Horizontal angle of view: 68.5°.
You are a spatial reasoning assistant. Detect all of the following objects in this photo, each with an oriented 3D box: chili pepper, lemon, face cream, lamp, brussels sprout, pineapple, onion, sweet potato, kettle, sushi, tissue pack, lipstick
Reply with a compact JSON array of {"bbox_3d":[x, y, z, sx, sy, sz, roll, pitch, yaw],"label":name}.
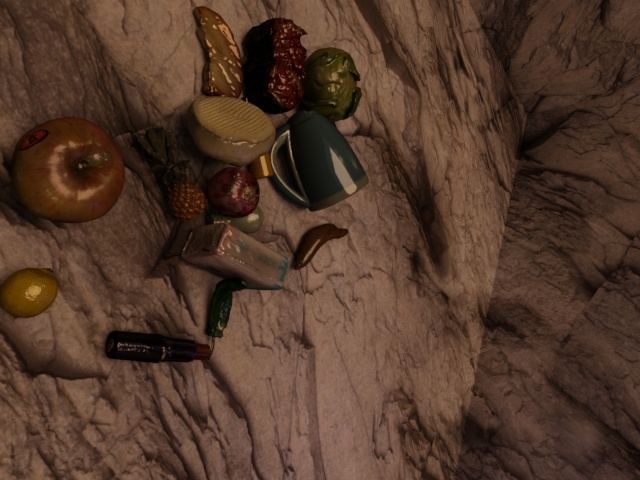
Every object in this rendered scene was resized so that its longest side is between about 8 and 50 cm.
[{"bbox_3d":[-0.297,0.217,1.436,0.065,0.122,0.279,11,110,-31],"label":"chili pepper"},{"bbox_3d":[-0.665,0.117,1.078,0.109,0.109,0.133,44,66,-35],"label":"lemon"},{"bbox_3d":[-0.225,-0.345,1.591,0.078,0.078,0.273,-21,101,-45],"label":"face cream"},{"bbox_3d":[-0.271,-0.069,1.515,0.193,0.106,0.106,-10,94,-36],"label":"lamp"},{"bbox_3d":[0.040,-0.591,1.786,0.294,0.227,0.259,-43,132,-48],"label":"brussels sprout"},{"bbox_3d":[-0.431,-0.189,1.348,0.130,0.119,0.277,-23,107,1],"label":"pineapple"},{"bbox_3d":[-0.280,-0.145,1.433,0.159,0.195,0.159,-6,97,-50],"label":"onion"},{"bbox_3d":[0.003,-0.007,1.810,0.346,0.079,0.108,-33,139,-44],"label":"sweet potato"},{"bbox_3d":[-0.038,-0.289,1.697,0.319,0.247,0.342,-33,104,-15],"label":"kettle"},{"bbox_3d":[-0.158,-0.587,1.608,0.196,0.182,0.343,3,82,-39],"label":"sushi"},{"bbox_3d":[-0.257,0.057,1.444,0.271,0.201,0.124,33,60,-41],"label":"tissue pack"},{"bbox_3d":[-0.443,0.304,1.314,0.300,0.081,0.081,20,73,-42],"label":"lipstick"}]

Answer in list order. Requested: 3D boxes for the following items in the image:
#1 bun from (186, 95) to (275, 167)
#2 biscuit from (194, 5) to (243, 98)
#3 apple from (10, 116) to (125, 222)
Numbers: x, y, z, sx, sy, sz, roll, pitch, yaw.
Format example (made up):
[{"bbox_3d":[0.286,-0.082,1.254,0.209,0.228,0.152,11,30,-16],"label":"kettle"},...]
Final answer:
[{"bbox_3d":[-0.278,-0.327,1.441,0.287,0.146,0.287,15,42,-13],"label":"bun"},{"bbox_3d":[-0.325,-0.597,1.529,0.154,0.045,0.299,-7,91,-45],"label":"biscuit"},{"bbox_3d":[-0.593,-0.161,1.113,0.261,0.194,0.261,6,82,-48],"label":"apple"}]
